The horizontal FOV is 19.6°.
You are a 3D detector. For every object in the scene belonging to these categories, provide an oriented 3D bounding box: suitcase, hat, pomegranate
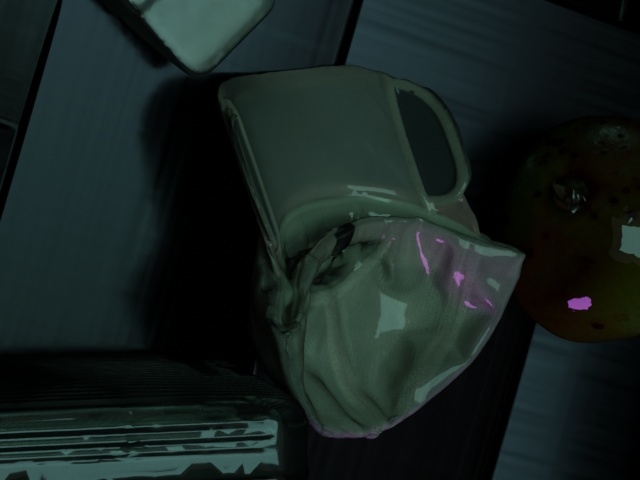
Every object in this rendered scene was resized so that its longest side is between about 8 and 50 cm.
[{"bbox_3d":[-0.170,0.141,1.132,0.312,0.202,0.128,0,96,-20],"label":"suitcase"},{"bbox_3d":[0.000,0.000,1.230,0.219,0.226,0.164,-11,141,-40],"label":"hat"},{"bbox_3d":[0.211,0.000,1.300,0.205,0.159,0.159,35,82,-43],"label":"pomegranate"}]

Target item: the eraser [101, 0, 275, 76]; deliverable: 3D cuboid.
[{"bbox_3d":[-0.170,-0.256,1.169,0.089,0.061,0.352,-46,109,-11],"label":"eraser"}]
